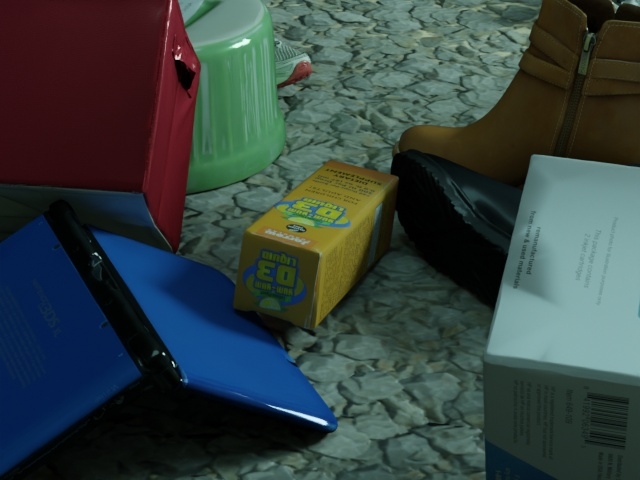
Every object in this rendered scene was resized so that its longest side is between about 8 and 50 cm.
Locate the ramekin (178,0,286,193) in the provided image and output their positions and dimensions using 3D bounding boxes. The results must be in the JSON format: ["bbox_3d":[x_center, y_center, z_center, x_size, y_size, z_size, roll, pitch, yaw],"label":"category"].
[{"bbox_3d":[-0.186,-0.174,1.965,0.303,0.148,0.303,1,26,-1],"label":"ramekin"}]

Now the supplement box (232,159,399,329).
[{"bbox_3d":[0.000,0.000,1.672,0.078,0.080,0.233,15,24,14],"label":"supplement box"}]

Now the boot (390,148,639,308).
[{"bbox_3d":[0.208,-0.025,1.741,0.207,0.094,0.246,-17,38,-27],"label":"boot"}]

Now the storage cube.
[{"bbox_3d":[-0.223,-0.108,1.704,0.215,0.193,0.184,3,-18,6],"label":"storage cube"}]

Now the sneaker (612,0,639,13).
[{"bbox_3d":[0.423,-0.346,2.424,0.292,0.110,0.118,-11,20,-41],"label":"sneaker"}]

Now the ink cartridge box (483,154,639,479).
[{"bbox_3d":[0.266,0.087,1.341,0.270,0.198,0.197,8,51,12],"label":"ink cartridge box"}]

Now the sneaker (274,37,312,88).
[{"bbox_3d":[-0.103,-0.230,2.148,0.225,0.093,0.088,24,33,35],"label":"sneaker"}]

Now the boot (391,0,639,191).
[{"bbox_3d":[0.206,-0.139,1.836,0.283,0.220,0.109,17,30,28],"label":"boot"}]

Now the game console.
[{"bbox_3d":[-0.170,0.106,1.534,0.250,0.173,0.293,-36,33,-4],"label":"game console"}]
